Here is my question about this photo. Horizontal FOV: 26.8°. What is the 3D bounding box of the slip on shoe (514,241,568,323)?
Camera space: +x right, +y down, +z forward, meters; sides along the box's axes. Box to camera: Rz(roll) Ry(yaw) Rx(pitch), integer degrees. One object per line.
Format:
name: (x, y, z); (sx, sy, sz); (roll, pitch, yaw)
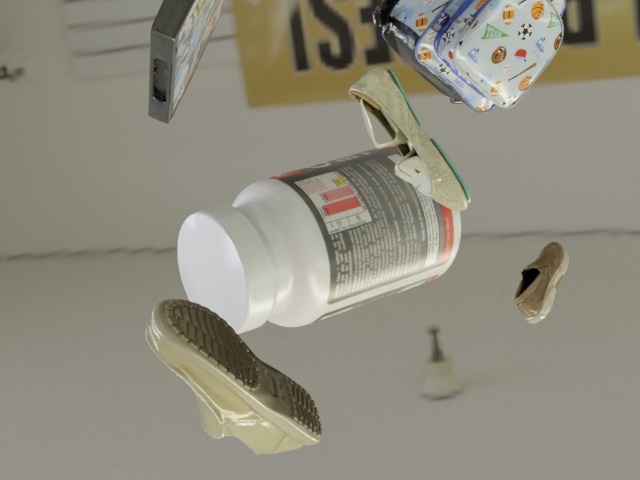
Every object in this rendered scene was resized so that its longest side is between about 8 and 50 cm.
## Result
slip on shoe: (0.269, 0.043, 1.663); (0.051, 0.041, 0.135); (-32, -158, 46)

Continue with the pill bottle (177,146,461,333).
pill bottle: (0.000, 0.000, 1.869); (0.363, 0.210, 0.210); (-17, -163, -34)

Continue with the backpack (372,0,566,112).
backpack: (0.265, -0.363, 2.170); (0.213, 0.263, 0.276); (33, 179, 43)

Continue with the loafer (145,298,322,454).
loafer: (-0.105, 0.165, 1.474); (0.092, 0.268, 0.102); (-36, -145, 16)

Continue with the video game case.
video game case: (-0.133, -0.301, 1.576); (0.035, 0.275, 0.248); (22, 162, -1)

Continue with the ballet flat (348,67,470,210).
ballet flat: (0.083, -0.091, 1.318); (0.052, 0.168, 0.057); (-29, 168, -15)
